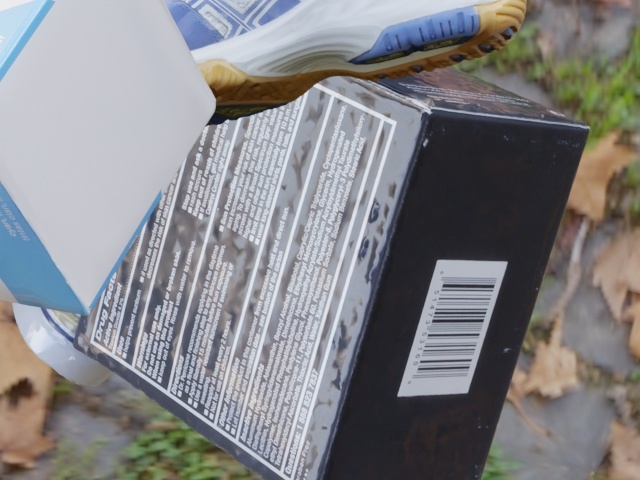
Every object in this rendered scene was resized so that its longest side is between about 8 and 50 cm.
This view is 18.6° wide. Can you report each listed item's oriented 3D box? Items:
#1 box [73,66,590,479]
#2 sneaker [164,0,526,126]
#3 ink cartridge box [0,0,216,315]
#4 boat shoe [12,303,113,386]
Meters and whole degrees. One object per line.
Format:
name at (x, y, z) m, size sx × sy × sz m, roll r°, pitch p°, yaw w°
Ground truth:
box at (0.000, 0.000, 1.423) m, size 0.294 × 0.183 × 0.296 m, roll 29°, pitch 109°, yaw 42°
sneaker at (-0.035, -0.146, 1.135) m, size 0.296 × 0.112 × 0.131 m, roll -13°, pitch 83°, yaw 0°
ink cartridge box at (-0.125, -0.047, 0.617) m, size 0.143 × 0.090 × 0.092 m, roll 8°, pitch 54°, yaw 30°
boat shoe at (-0.192, 0.029, 1.703) m, size 0.109 × 0.302 × 0.094 m, roll 39°, pitch 106°, yaw -12°
